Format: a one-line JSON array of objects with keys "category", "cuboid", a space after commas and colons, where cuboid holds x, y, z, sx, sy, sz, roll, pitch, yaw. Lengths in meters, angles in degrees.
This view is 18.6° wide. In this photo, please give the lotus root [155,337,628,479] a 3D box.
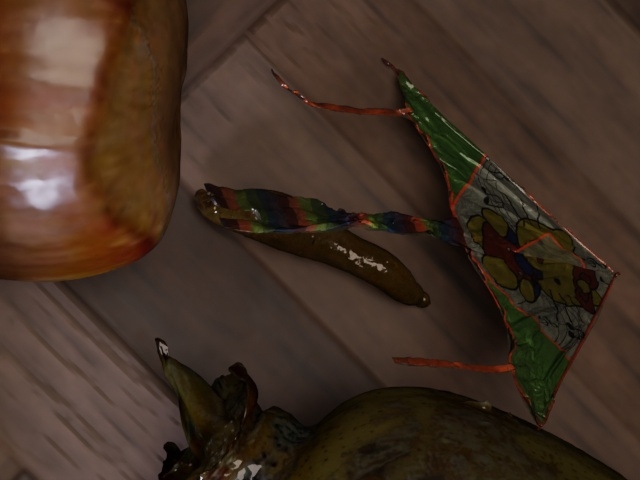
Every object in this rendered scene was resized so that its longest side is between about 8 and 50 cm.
[{"category": "lotus root", "cuboid": [0.041, 0.133, 0.777, 0.278, 0.154, 0.154, 30, 80, -3]}]

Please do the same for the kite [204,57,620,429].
[{"category": "kite", "cuboid": [0.045, -0.007, 0.801, 0.244, 0.006, 0.198, 11, 46, -43]}]

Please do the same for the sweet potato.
[{"category": "sweet potato", "cuboid": [0.000, 0.000, 0.845, 0.115, 0.026, 0.026, 24, 81, -8]}]

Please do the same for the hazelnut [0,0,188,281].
[{"category": "hazelnut", "cuboid": [-0.123, -0.059, 0.766, 0.150, 0.150, 0.150, 1, 85, -11]}]
